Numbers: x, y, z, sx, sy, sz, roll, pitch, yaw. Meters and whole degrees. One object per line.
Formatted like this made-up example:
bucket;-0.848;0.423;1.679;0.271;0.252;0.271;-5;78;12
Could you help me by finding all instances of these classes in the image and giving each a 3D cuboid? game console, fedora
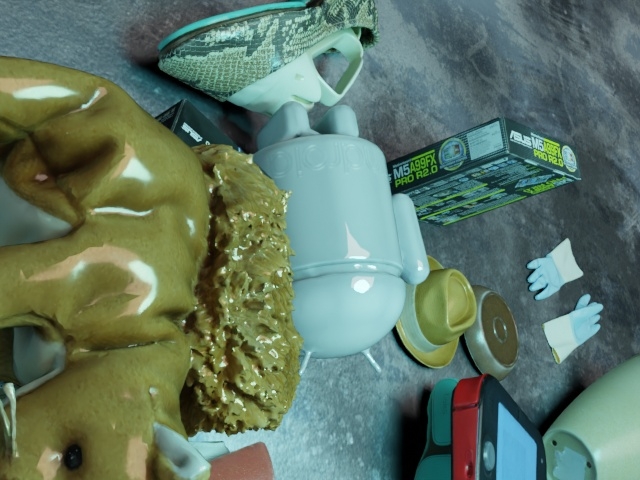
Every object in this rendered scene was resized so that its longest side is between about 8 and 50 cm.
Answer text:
game console;0.270;0.402;1.491;0.386;0.060;0.342;47;39;-53
fedora;0.189;0.103;1.604;0.194;0.079;0.194;23;57;-42

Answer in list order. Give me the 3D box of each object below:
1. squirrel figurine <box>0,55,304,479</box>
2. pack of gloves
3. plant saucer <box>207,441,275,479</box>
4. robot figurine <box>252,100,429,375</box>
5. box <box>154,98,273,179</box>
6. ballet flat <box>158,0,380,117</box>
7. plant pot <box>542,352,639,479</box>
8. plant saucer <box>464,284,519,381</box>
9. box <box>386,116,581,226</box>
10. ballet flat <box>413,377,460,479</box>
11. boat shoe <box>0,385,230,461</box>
squirrel figurine;-0.158;0.081;0.929;0.397;0.281;0.370;5;52;-37
pack of gloves;0.486;0.108;1.984;0.232;0.046;0.195;-23;92;-52
plant saucer;-0.134;0.360;1.036;0.259;0.048;0.258;-10;109;-52
robot figurine;0.000;0.000;1.329;0.300;0.200;0.353;-2;73;-22
box;-0.172;-0.055;1.165;0.147;0.180;0.077;43;41;-30
ballet flat;-0.032;-0.267;1.449;0.182;0.164;0.483;62;35;-9
plant pot;0.519;0.350;1.780;0.274;0.256;0.256;-13;83;-36
plant saucer;0.295;0.154;1.738;0.168;0.029;0.168;29;53;-47
box;0.232;-0.100;1.596;0.216;0.270;0.060;11;67;-47
ballet flat;0.192;0.325;1.509;0.087;0.083;0.247;52;41;-42
boat shoe;-0.213;0.205;1.052;0.302;0.113;0.103;13;69;-46
